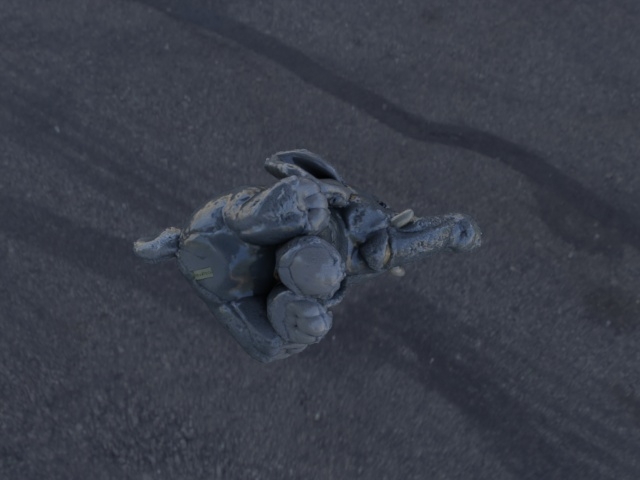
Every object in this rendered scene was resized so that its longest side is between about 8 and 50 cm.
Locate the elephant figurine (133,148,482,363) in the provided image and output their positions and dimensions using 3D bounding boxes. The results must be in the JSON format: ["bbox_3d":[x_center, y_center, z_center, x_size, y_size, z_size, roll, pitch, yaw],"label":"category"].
[{"bbox_3d":[0.000,0.000,0.787,0.186,0.169,0.239,53,35,4],"label":"elephant figurine"}]
